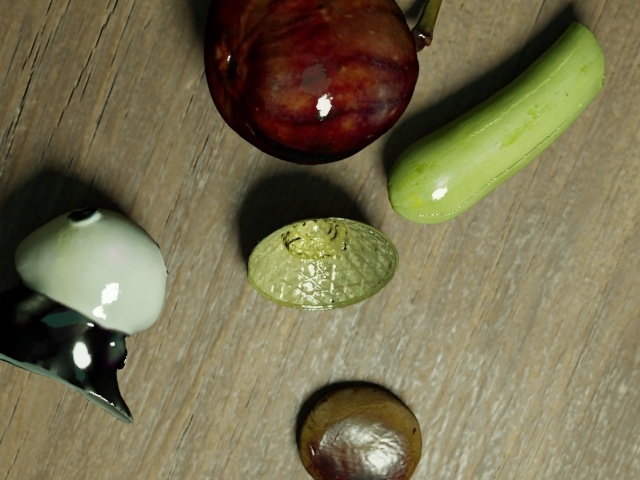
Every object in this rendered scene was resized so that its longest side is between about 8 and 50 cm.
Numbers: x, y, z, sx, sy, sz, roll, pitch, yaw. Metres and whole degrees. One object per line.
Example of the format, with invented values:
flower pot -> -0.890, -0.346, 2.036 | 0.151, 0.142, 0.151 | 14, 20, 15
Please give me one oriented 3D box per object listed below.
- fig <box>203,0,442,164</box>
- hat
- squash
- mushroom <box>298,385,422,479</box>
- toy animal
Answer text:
fig -> 0.021, -0.164, 1.296 | 0.250, 0.203, 0.186 | -1, 139, -37
hat -> 0.000, 0.000, 1.372 | 0.146, 0.067, 0.146 | -3, 142, -2
squash -> 0.169, -0.104, 1.353 | 0.250, 0.083, 0.083 | -38, 100, 1
mushroom -> 0.040, 0.202, 1.412 | 0.123, 0.052, 0.123 | 0, 96, -4
toy animal -> -0.215, 0.060, 1.335 | 0.166, 0.138, 0.179 | 26, 89, -28
